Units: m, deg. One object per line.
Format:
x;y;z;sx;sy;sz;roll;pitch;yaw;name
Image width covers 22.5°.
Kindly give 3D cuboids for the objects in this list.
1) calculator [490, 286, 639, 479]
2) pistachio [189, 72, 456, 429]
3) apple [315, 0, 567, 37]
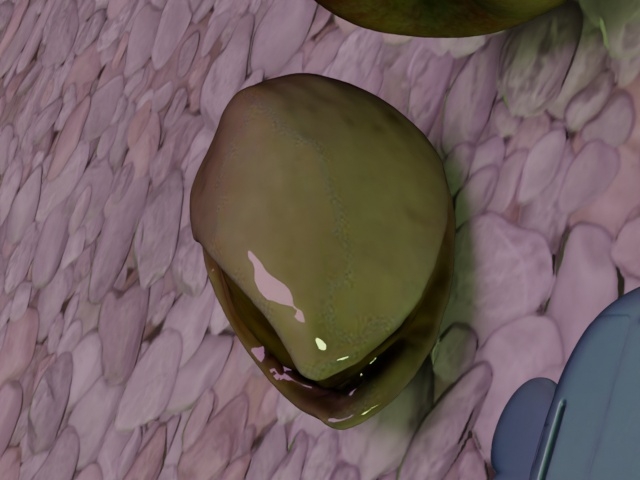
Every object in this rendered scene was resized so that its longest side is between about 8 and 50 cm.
0.159;0.100;0.653;0.303;0.042;0.188;-4;66;57;calculator
0.000;0.000;0.928;0.153;0.138;0.238;-15;48;15;pistachio
0.065;-0.240;0.871;0.257;0.257;0.234;-14;59;58;apple
